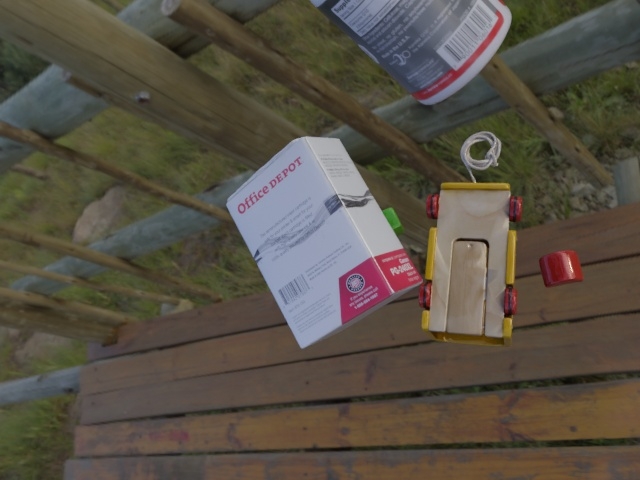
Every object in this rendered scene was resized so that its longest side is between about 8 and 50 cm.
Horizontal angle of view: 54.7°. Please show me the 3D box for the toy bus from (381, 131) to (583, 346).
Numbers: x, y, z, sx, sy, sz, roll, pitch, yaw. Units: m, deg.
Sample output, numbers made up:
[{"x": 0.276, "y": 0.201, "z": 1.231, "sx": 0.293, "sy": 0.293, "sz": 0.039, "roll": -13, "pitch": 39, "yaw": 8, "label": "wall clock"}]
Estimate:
[{"x": 0.167, "y": 0.020, "z": 0.681, "sx": 0.202, "sy": 0.104, "sz": 0.191, "roll": -39, "pitch": 66, "yaw": 2, "label": "toy bus"}]

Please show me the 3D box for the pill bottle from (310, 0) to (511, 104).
[{"x": 0.086, "y": -0.319, "z": 0.776, "sx": 0.161, "sy": 0.283, "sz": 0.161, "roll": -46, "pitch": 18, "yaw": 20, "label": "pill bottle"}]

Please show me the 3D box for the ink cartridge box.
[{"x": 0.000, "y": 0.000, "z": 0.539, "sx": 0.109, "sy": 0.063, "sz": 0.150, "roll": -36, "pitch": 77, "yaw": 33, "label": "ink cartridge box"}]
